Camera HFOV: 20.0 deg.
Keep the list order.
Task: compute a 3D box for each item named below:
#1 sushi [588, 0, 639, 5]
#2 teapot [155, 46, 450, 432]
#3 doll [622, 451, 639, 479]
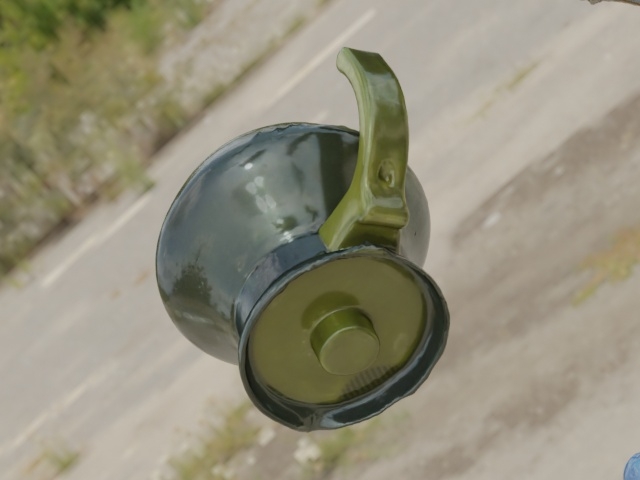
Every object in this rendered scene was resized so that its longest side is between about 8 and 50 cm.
[{"bbox_3d":[0.241,-0.194,1.046,0.134,0.109,0.273,-64,0,-33],"label":"sushi"},{"bbox_3d":[0.000,0.000,0.808,0.165,0.130,0.119,-69,30,28],"label":"teapot"},{"bbox_3d":[0.171,0.125,0.533,0.110,0.206,0.067,-48,4,-21],"label":"doll"}]
